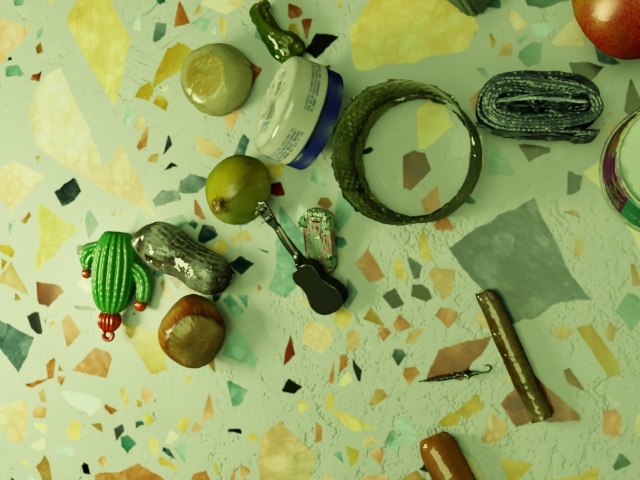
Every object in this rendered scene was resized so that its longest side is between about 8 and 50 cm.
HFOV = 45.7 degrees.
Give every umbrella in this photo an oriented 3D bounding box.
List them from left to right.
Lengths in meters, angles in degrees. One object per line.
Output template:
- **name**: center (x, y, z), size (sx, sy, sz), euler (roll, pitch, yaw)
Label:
- **umbrella**: center (0.258, 0.263, 1.464), size (0.148, 0.022, 0.022), euler (-18, 41, 21)

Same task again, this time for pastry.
- **pastry**: center (-0.222, -0.344, 1.615), size (0.156, 0.092, 0.157), euler (0, 91, 14)

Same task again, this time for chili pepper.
- **chili pepper**: center (-0.079, -0.410, 1.566), size (0.073, 0.072, 0.204), euler (-44, 75, 14)

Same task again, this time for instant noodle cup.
- **instant noodle cup**: center (0.585, -0.124, 1.241), size (0.251, 0.190, 0.251), euler (0, 90, 21)

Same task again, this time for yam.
- **yam**: center (0.357, 0.211, 1.410), size (0.046, 0.046, 0.264), euler (-26, 82, 20)

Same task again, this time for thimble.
- **thimble**: center (0.169, -0.159, 1.428), size (0.270, 0.150, 0.271), euler (0, 91, 22)

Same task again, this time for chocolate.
- **chocolate**: center (-0.295, 0.038, 1.638), size (0.248, 0.110, 0.110), euler (32, 101, 15)

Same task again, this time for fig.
- **fig**: center (-0.171, -0.105, 1.584), size (0.135, 0.120, 0.153), euler (-8, 64, 27)

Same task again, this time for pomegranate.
- **pomegranate**: center (0.515, -0.415, 1.261), size (0.210, 0.210, 0.235), euler (-46, 63, 15)

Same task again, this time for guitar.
- **guitar**: center (-0.048, 0.033, 1.529), size (0.083, 0.038, 0.271), euler (-35, 95, 33)

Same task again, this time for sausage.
- **sausage**: center (0.256, 0.457, 1.437), size (0.076, 0.076, 0.198), euler (-31, 81, 19)

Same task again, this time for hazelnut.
- **hazelnut**: center (-0.275, 0.191, 1.624), size (0.150, 0.150, 0.151), euler (0, 90, 22)

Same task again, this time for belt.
- **belt**: center (0.383, -0.239, 1.341), size (0.217, 0.128, 0.122), euler (3, 89, 13)

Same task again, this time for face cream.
- **face cream**: center (-0.049, -0.250, 1.476), size (0.111, 0.206, 0.206), euler (22, 100, -19)

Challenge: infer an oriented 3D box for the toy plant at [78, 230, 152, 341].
- **toy plant**: center (-0.455, 0.096, 1.710), size (0.154, 0.088, 0.241), euler (-18, 91, 6)

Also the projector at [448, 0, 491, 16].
- **projector**: center (0.201, -0.531, 1.392), size (0.256, 0.192, 0.099), euler (44, 104, 15)

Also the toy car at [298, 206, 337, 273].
- **toy car**: center (0.000, 0.000, 1.545), size (0.069, 0.055, 0.142), euler (5, 114, 25)
